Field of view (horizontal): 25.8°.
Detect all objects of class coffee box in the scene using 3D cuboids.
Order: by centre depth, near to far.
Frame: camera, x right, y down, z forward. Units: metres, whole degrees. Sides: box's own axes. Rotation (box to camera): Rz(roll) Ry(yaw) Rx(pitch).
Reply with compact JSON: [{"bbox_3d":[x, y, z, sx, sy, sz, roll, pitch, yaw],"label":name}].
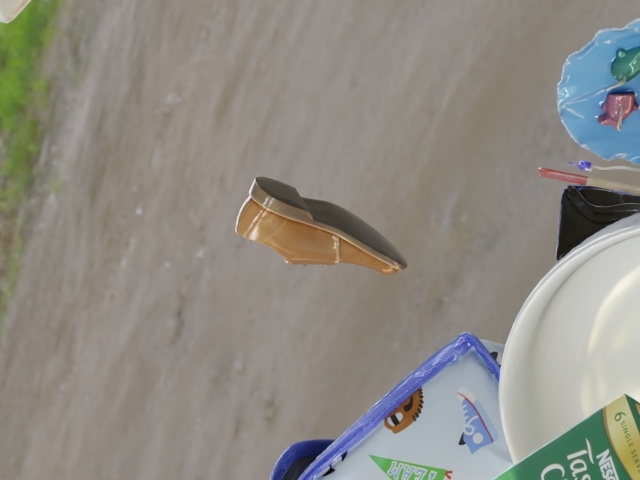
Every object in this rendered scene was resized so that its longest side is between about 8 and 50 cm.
[{"bbox_3d":[0.162,0.198,0.957,0.184,0.040,0.113,-37,38,25],"label":"coffee box"}]

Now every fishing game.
[{"bbox_3d":[0.287,-0.113,1.137,0.264,0.189,0.041,110,167,-52],"label":"fishing game"}]

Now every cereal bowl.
[{"bbox_3d":[0.323,0.119,1.117,0.141,0.339,0.339,-40,-23,-60],"label":"cereal bowl"}]

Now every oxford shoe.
[{"bbox_3d":[0.000,0.000,1.564,0.076,0.212,0.076,-59,25,19],"label":"oxford shoe"}]

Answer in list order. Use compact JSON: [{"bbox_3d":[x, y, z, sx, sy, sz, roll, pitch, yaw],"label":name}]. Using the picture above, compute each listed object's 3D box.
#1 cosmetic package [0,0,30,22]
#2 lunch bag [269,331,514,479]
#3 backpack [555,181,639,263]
[{"bbox_3d":[-0.237,-0.264,0.879,0.151,0.183,0.151,-50,45,-10],"label":"cosmetic package"},{"bbox_3d":[0.118,0.283,1.440,0.385,0.328,0.239,-44,65,17],"label":"lunch bag"},{"bbox_3d":[0.337,-0.016,1.552,0.120,0.101,0.098,6,97,35],"label":"backpack"}]
